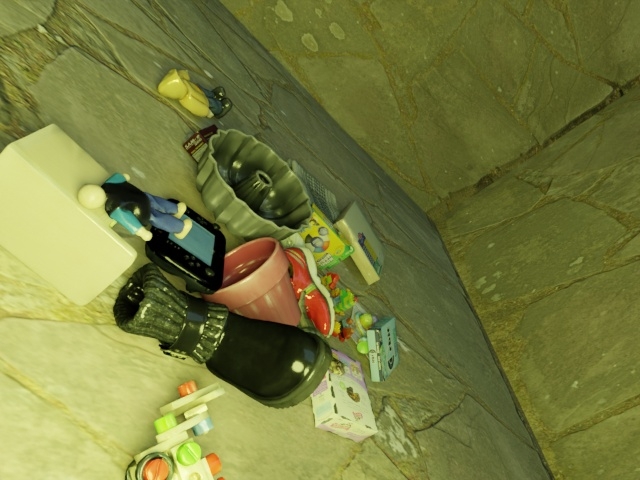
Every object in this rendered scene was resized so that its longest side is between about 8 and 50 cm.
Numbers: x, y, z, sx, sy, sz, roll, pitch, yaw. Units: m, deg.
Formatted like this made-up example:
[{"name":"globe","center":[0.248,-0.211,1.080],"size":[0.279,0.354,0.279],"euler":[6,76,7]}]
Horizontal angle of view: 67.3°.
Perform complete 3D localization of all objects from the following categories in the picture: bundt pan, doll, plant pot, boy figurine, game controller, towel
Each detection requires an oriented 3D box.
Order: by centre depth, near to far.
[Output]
[{"name":"doll","center":[-0.288,-0.050,0.758],"size":[0.189,0.046,0.129],"euler":[21,38,-56]},{"name":"game controller","center":[-0.274,0.002,1.009],"size":[0.166,0.067,0.319],"euler":[47,7,-22]},{"name":"plant pot","center":[-0.138,0.120,1.054],"size":[0.201,0.201,0.180],"euler":[-79,145,-62]},{"name":"bundt pan","center":[-0.180,-0.123,1.234],"size":[0.331,0.124,0.331],"euler":[35,32,-26]},{"name":"boy figurine","center":[-0.401,-0.468,1.504],"size":[0.177,0.092,0.285],"euler":[61,19,11]},{"name":"towel","center":[-0.005,-0.157,1.896],"size":[0.312,0.056,0.324],"euler":[34,28,-41]}]

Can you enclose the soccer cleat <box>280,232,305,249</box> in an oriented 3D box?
[{"name":"soccer cleat","center":[-0.074,0.041,1.449],"size":[0.196,0.068,0.076],"euler":[61,25,9]}]

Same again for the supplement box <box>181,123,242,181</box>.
[{"name":"supplement box","center":[-0.276,-0.215,1.402],"size":[0.239,0.073,0.130],"euler":[51,22,-11]}]

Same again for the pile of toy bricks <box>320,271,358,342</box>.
[{"name":"pile of toy bricks","center":[0.065,0.193,1.449],"size":[0.118,0.105,0.212],"euler":[38,27,-35]}]

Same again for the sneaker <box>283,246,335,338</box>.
[{"name":"sneaker","center":[-0.055,0.147,1.320],"size":[0.118,0.107,0.279],"euler":[-6,61,-39]}]

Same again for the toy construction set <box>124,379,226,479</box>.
[{"name":"toy construction set","center":[-0.153,0.355,0.700],"size":[0.215,0.151,0.328],"euler":[-16,61,-41]}]

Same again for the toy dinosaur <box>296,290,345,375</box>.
[{"name":"toy dinosaur","center":[-0.038,0.238,1.171],"size":[0.118,0.064,0.268],"euler":[-10,46,-25]}]

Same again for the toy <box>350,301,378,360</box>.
[{"name":"toy","center":[0.160,0.286,1.571],"size":[0.137,0.056,0.237],"euler":[53,22,-9]}]

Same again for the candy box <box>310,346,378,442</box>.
[{"name":"candy box","center":[0.048,0.376,1.190],"size":[0.165,0.070,0.196],"euler":[37,26,-37]}]

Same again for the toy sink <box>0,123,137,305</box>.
[{"name":"toy sink","center":[-0.404,-0.040,0.774],"size":[0.234,0.153,0.131],"euler":[46,23,-18]}]

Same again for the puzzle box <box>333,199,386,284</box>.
[{"name":"puzzle box","center":[0.168,-0.007,1.963],"size":[0.272,0.052,0.409],"euler":[59,17,-6]}]

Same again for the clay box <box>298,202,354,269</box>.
[{"name":"clay box","center":[0.000,0.000,1.574],"size":[0.222,0.127,0.053],"euler":[46,23,-17]}]

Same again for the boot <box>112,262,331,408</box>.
[{"name":"boot","center":[-0.175,0.149,0.787],"size":[0.260,0.348,0.131],"euler":[45,56,-31]}]

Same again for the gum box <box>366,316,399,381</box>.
[{"name":"gum box","center":[0.198,0.335,1.506],"size":[0.184,0.041,0.157],"euler":[-12,96,-66]}]
